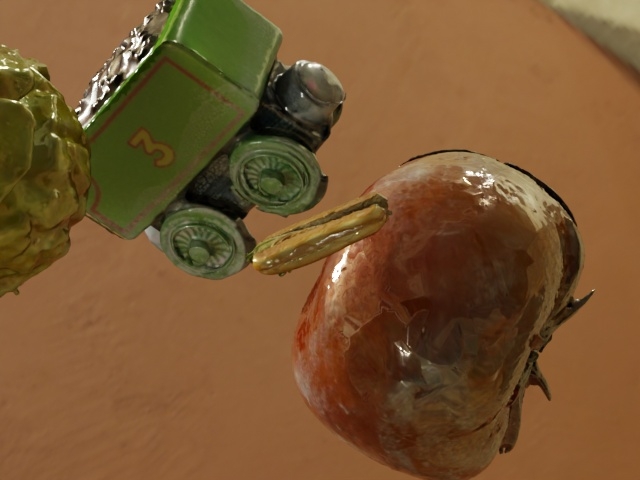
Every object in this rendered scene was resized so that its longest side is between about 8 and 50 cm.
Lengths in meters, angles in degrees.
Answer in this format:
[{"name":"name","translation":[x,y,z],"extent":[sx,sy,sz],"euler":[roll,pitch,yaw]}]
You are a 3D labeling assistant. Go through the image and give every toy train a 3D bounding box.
[{"name":"toy train","translation":[-0.131,-0.109,1.774],"extent":[0.249,0.307,0.173],"euler":[34,-141,-17]}]

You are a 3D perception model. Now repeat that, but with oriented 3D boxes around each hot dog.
[{"name":"hot dog","translation":[0.000,0.000,0.885],"extent":[0.021,0.083,0.037],"euler":[60,-159,-21]}]

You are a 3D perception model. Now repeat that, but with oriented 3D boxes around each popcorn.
[{"name":"popcorn","translation":[-0.353,-0.060,1.550],"extent":[0.282,0.282,0.247],"euler":[-17,-113,-41]}]

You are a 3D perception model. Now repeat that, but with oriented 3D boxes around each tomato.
[{"name":"tomato","translation":[0.077,0.053,1.065],"extent":[0.181,0.214,0.155],"euler":[20,-171,4]}]
